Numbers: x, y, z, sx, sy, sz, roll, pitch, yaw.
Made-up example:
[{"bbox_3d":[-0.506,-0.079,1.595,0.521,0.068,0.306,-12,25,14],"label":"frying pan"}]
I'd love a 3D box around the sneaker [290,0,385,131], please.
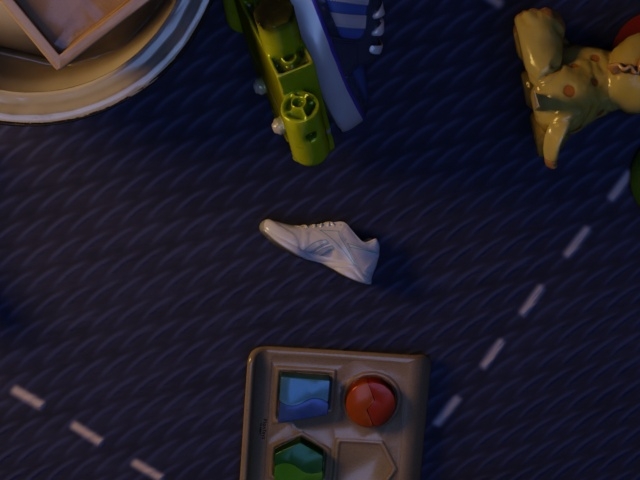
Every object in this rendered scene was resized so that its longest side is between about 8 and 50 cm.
[{"bbox_3d":[0.064,-0.301,1.828,0.236,0.130,0.322,-24,114,-4],"label":"sneaker"}]

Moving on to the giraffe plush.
[{"bbox_3d":[0.315,-0.182,1.840,0.171,0.210,0.181,-11,107,5],"label":"giraffe plush"}]

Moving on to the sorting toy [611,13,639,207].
[{"bbox_3d":[0.435,-0.085,1.934,0.127,0.126,0.365,-14,108,-1],"label":"sorting toy"}]

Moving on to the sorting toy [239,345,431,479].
[{"bbox_3d":[0.015,0.283,2.056,0.229,0.041,0.307,2,107,-6],"label":"sorting toy"}]

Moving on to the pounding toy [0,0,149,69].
[{"bbox_3d":[-0.299,-0.279,1.660,0.181,0.094,0.206,-37,107,6],"label":"pounding toy"}]

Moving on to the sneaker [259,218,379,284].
[{"bbox_3d":[0.000,0.000,1.964,0.152,0.054,0.061,22,89,-15],"label":"sneaker"}]

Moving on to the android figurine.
[{"bbox_3d":[-0.046,-0.191,1.800,0.056,0.248,0.273,-22,149,-6],"label":"android figurine"}]

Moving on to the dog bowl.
[{"bbox_3d":[-0.310,-0.335,1.770,0.408,0.150,0.407,-1,107,-5],"label":"dog bowl"}]
